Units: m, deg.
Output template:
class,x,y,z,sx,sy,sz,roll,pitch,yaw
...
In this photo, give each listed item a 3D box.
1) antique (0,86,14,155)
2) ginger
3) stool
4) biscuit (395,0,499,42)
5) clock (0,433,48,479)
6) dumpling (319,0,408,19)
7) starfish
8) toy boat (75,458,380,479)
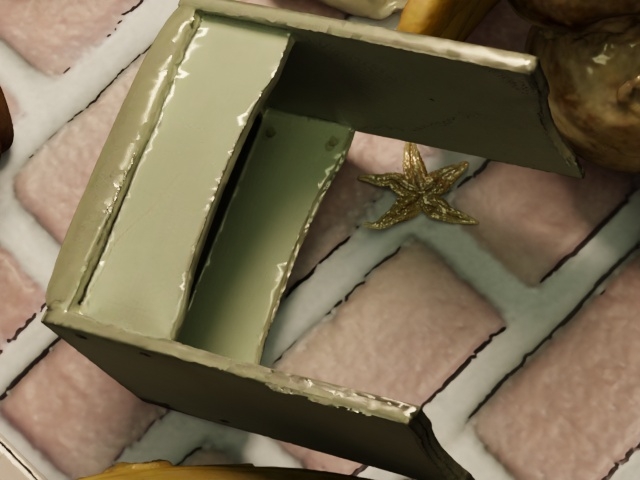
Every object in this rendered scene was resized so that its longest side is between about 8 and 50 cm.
class,x,y,z,sx,sy,sz,roll,pitch,yaw
antique,-0.306,-0.145,1.268,0.121,0.143,0.257,-22,76,-8
ginger,0.257,-0.079,1.206,0.176,0.256,0.375,-36,90,4
stool,0.000,0.000,1.165,0.269,0.170,0.244,14,73,25
biscuit,0.119,-0.204,1.238,0.041,0.203,0.260,35,60,7
clock,-0.249,0.134,1.174,0.197,0.150,0.063,42,80,12
dumpling,0.029,-0.229,1.315,0.188,0.108,0.127,8,96,-14
starfish,0.072,-0.032,1.292,0.092,0.016,0.086,-39,75,-16
toy boat,-0.005,0.193,1.156,0.321,0.121,0.089,10,84,-15
